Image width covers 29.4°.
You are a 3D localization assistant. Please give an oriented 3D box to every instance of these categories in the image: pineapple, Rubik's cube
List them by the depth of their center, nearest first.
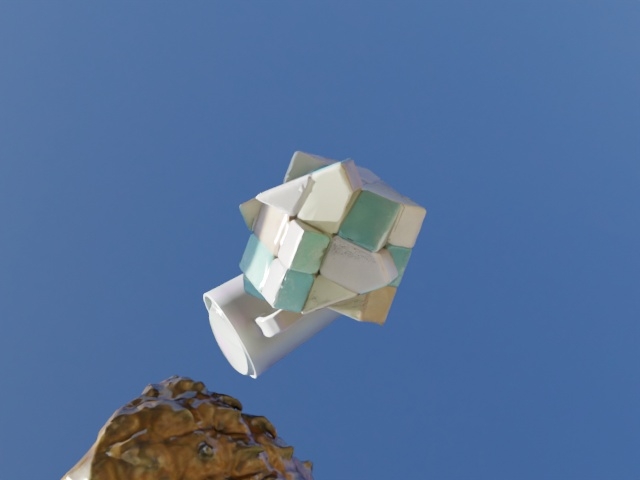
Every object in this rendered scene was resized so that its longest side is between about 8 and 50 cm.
[{"bbox_3d":[0.005,0.156,0.479,0.237,0.111,0.119,33,-116,7],"label":"pineapple"},{"bbox_3d":[0.000,-0.003,0.564,0.073,0.084,0.075,13,-90,-30],"label":"Rubik's cube"}]

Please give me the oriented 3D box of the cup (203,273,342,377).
[{"bbox_3d":[-0.023,0.047,0.914,0.116,0.104,0.074,-31,-85,-13],"label":"cup"}]
